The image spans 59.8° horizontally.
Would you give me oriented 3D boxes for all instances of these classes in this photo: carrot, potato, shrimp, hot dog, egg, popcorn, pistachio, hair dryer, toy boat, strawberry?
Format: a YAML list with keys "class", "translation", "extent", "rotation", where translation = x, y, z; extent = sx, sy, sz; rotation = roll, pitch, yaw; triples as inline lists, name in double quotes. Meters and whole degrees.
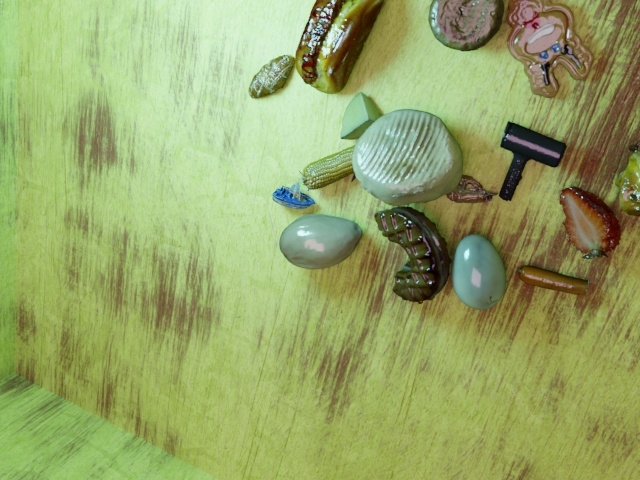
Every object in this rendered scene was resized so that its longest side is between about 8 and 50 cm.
- class: "carrot"
  translation: [0.782, 0.135, 1.887]
  extent: [0.225, 0.067, 0.067]
  rotation: [13, 111, 17]
- class: "potato"
  translation: [0.138, -0.439, 1.992]
  extent: [0.149, 0.081, 0.120]
  rotation: [-29, 63, 43]
- class: "shrimp"
  translation: [0.521, -0.174, 1.922]
  extent: [0.180, 0.041, 0.099]
  rotation: [9, 95, 21]
- class: "hot dog"
  translation: [0.048, -0.686, 1.854]
  extent: [0.185, 0.223, 0.405]
  rotation: [31, 116, 8]
- class: "egg"
  translation: [0.541, 0.109, 1.915]
  extent: [0.183, 0.183, 0.264]
  rotation: [-6, 98, 24]
- class: "popcorn"
  translation: [0.993, -0.142, 1.585]
  extent: [0.316, 0.297, 0.281]
  rotation: [-8, 88, -8]
- class: "pistachio"
  translation: [0.000, 0.000, 2.109]
  extent: [0.332, 0.208, 0.226]
  rotation: [-5, 61, 17]
- class: "hair dryer"
  translation: [0.658, -0.241, 1.826]
  extent: [0.197, 0.089, 0.251]
  rotation: [24, 123, 12]
- class: "toy boat"
  translation: [-0.098, -0.180, 2.144]
  extent: [0.175, 0.091, 0.110]
  rotation: [20, 129, 11]
- class: "strawberry"
  translation: [0.874, -0.065, 1.774]
  extent: [0.175, 0.107, 0.236]
  rotation: [9, 113, 59]

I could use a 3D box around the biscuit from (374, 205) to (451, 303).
- class: "biscuit"
  translation: [0.333, 0.051, 1.975]
  extent: [0.268, 0.115, 0.366]
  rotation: [-5, 108, 57]

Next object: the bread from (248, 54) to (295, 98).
- class: "bread"
  translation: [-0.189, -0.599, 2.062]
  extent: [0.233, 0.076, 0.105]
  rotation: [-33, 90, 29]

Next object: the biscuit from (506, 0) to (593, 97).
- class: "biscuit"
  translation: [0.686, -0.613, 1.707]
  extent: [0.202, 0.047, 0.334]
  rotation: [-27, 94, 27]

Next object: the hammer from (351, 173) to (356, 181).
- class: "hammer"
  translation: [0.203, -0.190, 2.058]
  extent: [0.199, 0.013, 0.062]
  rotation: [36, 116, 9]

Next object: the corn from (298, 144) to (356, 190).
- class: "corn"
  translation: [0.068, -0.277, 2.039]
  extent: [0.305, 0.106, 0.106]
  rotation: [-23, 96, 22]

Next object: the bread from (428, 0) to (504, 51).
- class: "bread"
  translation: [0.456, -0.703, 1.733]
  extent: [0.230, 0.123, 0.230]
  rotation: [5, 106, 16]

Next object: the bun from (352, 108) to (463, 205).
- class: "bun"
  translation: [0.292, -0.273, 1.866]
  extent: [0.362, 0.234, 0.326]
  rotation: [-2, 85, 15]
